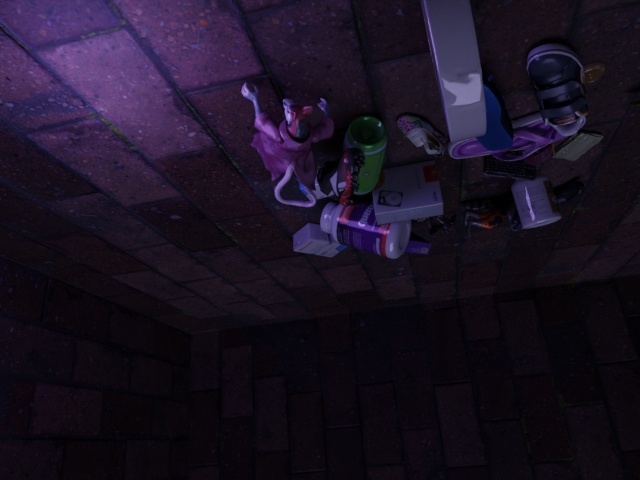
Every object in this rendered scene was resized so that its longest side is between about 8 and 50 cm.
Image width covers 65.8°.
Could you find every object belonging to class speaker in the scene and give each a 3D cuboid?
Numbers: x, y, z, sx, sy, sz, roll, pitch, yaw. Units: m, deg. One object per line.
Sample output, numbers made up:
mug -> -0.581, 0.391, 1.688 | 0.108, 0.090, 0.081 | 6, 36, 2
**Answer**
speaker -> 0.134, -0.259, 1.559 | 0.131, 0.131, 0.296 | -4, 157, -2

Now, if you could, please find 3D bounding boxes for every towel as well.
towel -> 0.869, -0.320, 1.681 | 0.110, 0.027, 0.148 | 4, 156, -17

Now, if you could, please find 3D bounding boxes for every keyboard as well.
keyboard -> 0.640, -0.264, 1.675 | 0.180, 0.108, 0.023 | 6, 167, -3

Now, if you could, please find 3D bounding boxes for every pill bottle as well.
pill bottle -> 0.745, -0.167, 1.735 | 0.131, 0.229, 0.131 | -13, 171, -2
pill bottle -> 0.168, -0.053, 1.878 | 0.323, 0.181, 0.181 | 16, 166, 26

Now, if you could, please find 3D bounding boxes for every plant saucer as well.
plant saucer -> 0.738, -0.454, 1.354 | 0.083, 0.015, 0.083 | -4, 157, -2

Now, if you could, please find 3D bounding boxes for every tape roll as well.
tape roll -> 0.247, -0.383, 0.954 | 0.072, 0.392, 0.392 | -11, 156, 16

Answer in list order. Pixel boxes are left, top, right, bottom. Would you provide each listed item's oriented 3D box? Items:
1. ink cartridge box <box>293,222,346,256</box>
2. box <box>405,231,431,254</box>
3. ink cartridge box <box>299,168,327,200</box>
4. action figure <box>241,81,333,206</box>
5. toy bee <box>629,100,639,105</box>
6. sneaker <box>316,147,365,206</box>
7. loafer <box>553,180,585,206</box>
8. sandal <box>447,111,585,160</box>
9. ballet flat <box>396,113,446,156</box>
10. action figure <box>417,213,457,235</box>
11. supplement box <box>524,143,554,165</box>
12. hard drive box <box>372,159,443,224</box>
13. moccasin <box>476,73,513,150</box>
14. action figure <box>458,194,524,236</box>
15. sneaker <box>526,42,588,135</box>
ink cartridge box -> 0.000, 0.000, 2.190 | 0.203, 0.086, 0.148 | 11, 152, -31
box -> 0.293, -0.013, 2.108 | 0.293, 0.057, 0.201 | 7, -164, -26
ink cartridge box -> 0.026, -0.206, 1.745 | 0.180, 0.060, 0.104 | -13, 155, 18
action figure -> -0.095, -0.261, 1.346 | 0.248, 0.275, 0.370 | 2, 173, -10
toy bee -> 0.991, -0.389, 1.429 | 0.195, 0.162, 0.298 | 5, 132, -2
sneaker -> 0.055, -0.196, 1.484 | 0.135, 0.097, 0.276 | 22, 160, 4
loafer -> 0.956, -0.170, 1.984 | 0.078, 0.076, 0.223 | -4, 162, -21
sandal -> 0.619, -0.305, 1.569 | 0.416, 0.102, 0.169 | -11, 157, 12
ballet flat -> 0.319, -0.314, 1.523 | 0.077, 0.079, 0.221 | -24, 150, 39
action figure -> 0.378, -0.132, 1.901 | 0.276, 0.141, 0.164 | 32, 155, -13
supplement box -> 0.723, -0.288, 1.640 | 0.083, 0.055, 0.043 | -32, 121, -14
hard drive box -> 0.299, -0.168, 1.733 | 0.232, 0.181, 0.089 | -10, 154, 9
moccasin -> 0.447, -0.369, 1.383 | 0.138, 0.116, 0.342 | -8, 157, 28
action figure -> 0.734, -0.117, 1.958 | 0.330, 0.178, 0.341 | -18, 179, 17
sneaker -> 0.645, -0.393, 1.327 | 0.126, 0.127, 0.321 | -7, 159, 39
